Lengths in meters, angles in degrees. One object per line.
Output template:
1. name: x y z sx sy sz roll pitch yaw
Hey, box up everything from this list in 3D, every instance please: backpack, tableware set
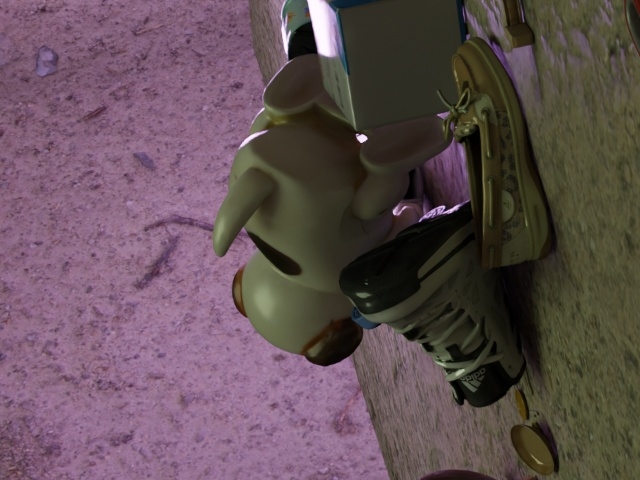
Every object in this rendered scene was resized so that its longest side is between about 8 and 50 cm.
1. backpack: 0.030 -0.334 2.414 0.166 0.188 0.144 86 168 -60
2. tableware set: 0.285 0.246 2.199 0.104 0.024 0.154 143 112 -83

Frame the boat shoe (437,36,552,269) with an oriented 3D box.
1. boat shoe: 0.200 -0.108 1.881 0.104 0.089 0.285 101 154 -75

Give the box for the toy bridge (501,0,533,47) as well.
1. toy bridge: 0.207 -0.302 1.705 0.063 0.026 0.188 -109 8 -54

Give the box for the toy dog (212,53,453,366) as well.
1. toy dog: 0.000 0.000 2.343 0.395 0.285 0.408 -48 -26 -41

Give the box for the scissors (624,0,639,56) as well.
1. scissors: 0.311 -0.113 1.265 0.109 0.021 0.297 90 164 -55

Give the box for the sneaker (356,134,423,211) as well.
1. sneaker: 0.108 -0.130 2.595 0.146 0.122 0.330 103 152 -44

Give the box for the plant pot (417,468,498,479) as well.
1. plant pot: 0.207 0.523 2.420 0.323 0.323 0.280 -114 29 -56

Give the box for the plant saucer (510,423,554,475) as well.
1. plant saucer: 0.294 0.283 2.133 0.083 0.015 0.083 41 149 31

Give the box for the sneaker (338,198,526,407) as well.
1. sneaker: 0.178 0.100 2.001 0.257 0.169 0.447 66 -161 -1

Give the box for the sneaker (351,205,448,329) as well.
1. sneaker: 0.140 0.056 2.234 0.090 0.232 0.081 47 154 -14

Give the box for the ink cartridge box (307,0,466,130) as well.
1. ink cartridge box: 0.090 -0.275 2.119 0.232 0.168 0.171 -119 17 -66

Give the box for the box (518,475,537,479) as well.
1. box: 0.238 0.446 2.245 0.021 0.201 0.164 17 122 66
